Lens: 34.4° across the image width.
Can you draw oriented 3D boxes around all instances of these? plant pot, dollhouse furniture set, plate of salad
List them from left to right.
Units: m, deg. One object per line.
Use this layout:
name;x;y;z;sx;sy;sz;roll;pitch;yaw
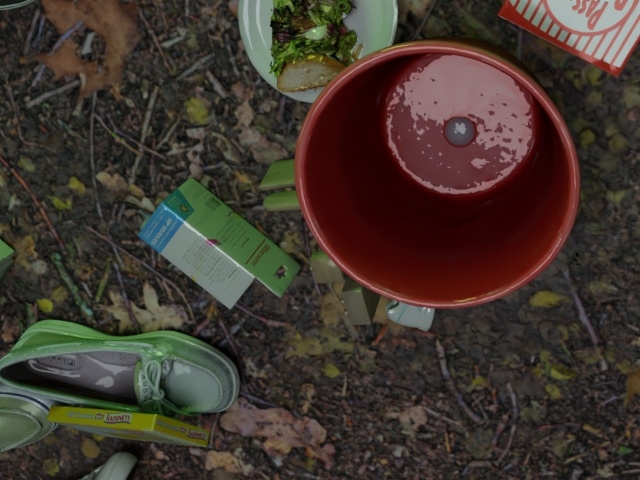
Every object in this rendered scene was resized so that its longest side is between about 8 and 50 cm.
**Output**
plate of salad;-0.010;-0.253;1.155;0.199;0.048;0.200;6;105;26
dollhouse furniture set;0.000;0.000;1.230;0.123;0.144;0.151;-4;124;21
plant pot;0.134;-0.095;1.088;0.274;0.243;0.275;5;111;12

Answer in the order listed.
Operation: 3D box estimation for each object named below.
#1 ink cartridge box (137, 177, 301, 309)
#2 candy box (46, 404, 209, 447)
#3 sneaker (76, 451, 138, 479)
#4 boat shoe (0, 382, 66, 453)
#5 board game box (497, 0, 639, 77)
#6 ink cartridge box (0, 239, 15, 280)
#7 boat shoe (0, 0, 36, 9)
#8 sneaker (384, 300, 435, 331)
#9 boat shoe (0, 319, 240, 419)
ink cartridge box;-0.121;0.013;1.272;0.181;0.104;0.061;39;115;-2
candy box;-0.256;0.245;1.370;0.205;0.027;0.105;-3;156;37
sneaker;-0.369;0.389;1.480;0.123;0.106;0.290;36;116;-4
boat shoe;-0.495;0.277;1.467;0.302;0.094;0.109;-17;120;24
board game box;0.296;-0.291;1.079;0.146;0.045;0.194;27;115;3
ink cartridge box;-0.591;0.016;1.385;0.289;0.121;0.211;39;115;-3
boat shoe;-0.329;-0.336;1.210;0.219;0.070;0.078;-26;102;22
sneaker;0.116;0.039;1.243;0.061;0.054;0.152;10;113;-3
boat shoe;-0.267;0.181;1.375;0.320;0.103;0.118;11;113;10
